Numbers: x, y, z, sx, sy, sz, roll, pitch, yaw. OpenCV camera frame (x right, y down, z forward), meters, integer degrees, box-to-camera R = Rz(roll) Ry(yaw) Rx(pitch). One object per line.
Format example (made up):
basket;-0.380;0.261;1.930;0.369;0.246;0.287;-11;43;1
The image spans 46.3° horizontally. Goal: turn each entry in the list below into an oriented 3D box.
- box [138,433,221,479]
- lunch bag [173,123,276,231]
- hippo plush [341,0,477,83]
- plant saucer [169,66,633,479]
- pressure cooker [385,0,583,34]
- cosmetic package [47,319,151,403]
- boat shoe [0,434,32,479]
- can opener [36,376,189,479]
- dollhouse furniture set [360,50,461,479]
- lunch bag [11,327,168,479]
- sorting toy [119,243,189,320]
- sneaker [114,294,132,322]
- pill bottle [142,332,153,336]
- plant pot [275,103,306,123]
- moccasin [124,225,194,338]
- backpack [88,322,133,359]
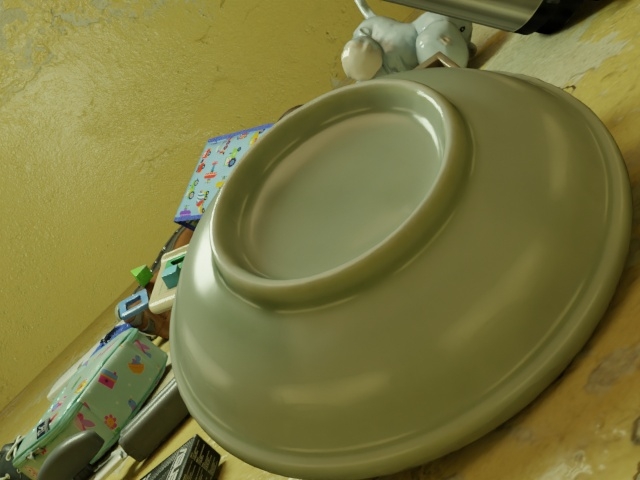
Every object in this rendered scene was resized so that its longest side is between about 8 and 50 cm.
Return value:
box;-0.189;0.303;0.725;0.184;0.045;0.190;-42;13;19
lunch bag;-0.170;-0.129;1.614;0.293;0.138;0.221;-12;54;57
hippo plush;0.188;-0.352;1.472;0.237;0.234;0.294;-7;42;17
plant saucer;0.026;-0.020;0.590;0.400;0.100;0.400;-21;42;20
pressure cooker;0.276;-0.512;1.130;0.375;0.420;0.369;166;117;-85
cosmetic package;-0.494;0.283;1.683;0.231;0.085;0.117;-44;13;4
boat shoe;-0.584;0.432;1.449;0.302;0.091;0.114;-37;14;29
can opener;-0.255;0.256;1.012;0.280;0.093;0.074;-41;11;-9
dollhouse furniture set;0.105;0.032;0.694;0.303;0.174;0.355;-36;40;3
lunch bag;-0.402;0.293;1.293;0.224;0.108;0.279;-35;15;35
sorting toy;-0.252;0.046;1.484;0.348;0.047;0.196;-22;29;8
sneaker;-0.436;0.151;2.004;0.118;0.083;0.222;-12;22;33
pill bottle;-0.385;0.175;1.736;0.065;0.065;0.116;-43;12;4
plant pot;-0.003;-0.217;1.636;0.167;0.167;0.165;-46;20;-10
moccasin;-0.307;0.075;1.696;0.139;0.147;0.380;-54;10;30
backpack;-0.415;0.240;1.539;0.101;0.098;0.120;-21;25;53
